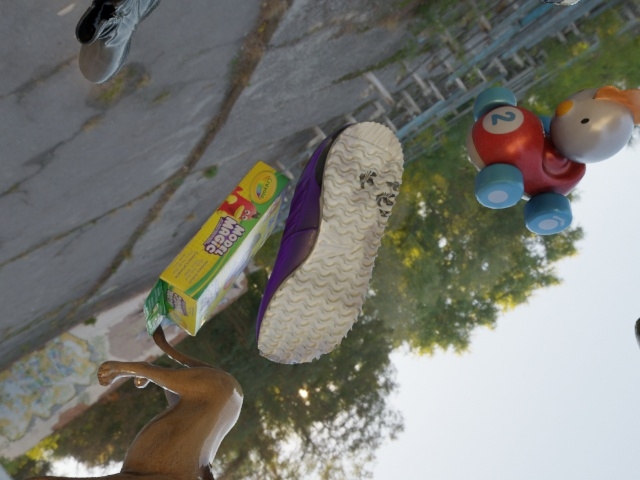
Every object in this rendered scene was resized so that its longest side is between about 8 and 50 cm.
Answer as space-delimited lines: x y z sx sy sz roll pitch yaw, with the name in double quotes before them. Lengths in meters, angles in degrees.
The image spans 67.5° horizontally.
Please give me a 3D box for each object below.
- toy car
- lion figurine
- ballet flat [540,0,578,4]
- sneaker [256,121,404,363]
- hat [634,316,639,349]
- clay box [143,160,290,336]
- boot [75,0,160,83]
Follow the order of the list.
"toy car" 0.378 -0.171 0.748 0.238 0.210 0.219 -41 -148 50
"lion figurine" -0.174 0.251 0.572 0.240 0.142 0.392 5 -142 6
"ballet flat" 0.195 -0.276 0.519 0.057 0.173 0.049 -81 -179 -57
"sneaker" 0.001 0.000 0.572 0.293 0.102 0.146 -67 -160 11
"hat" 0.316 0.084 0.337 0.331 0.134 0.331 -16 143 -12
"clay box" -0.122 0.021 0.577 0.222 0.053 0.127 -58 178 -31
"boot" -0.390 -0.371 0.849 0.246 0.083 0.161 -43 -162 26
